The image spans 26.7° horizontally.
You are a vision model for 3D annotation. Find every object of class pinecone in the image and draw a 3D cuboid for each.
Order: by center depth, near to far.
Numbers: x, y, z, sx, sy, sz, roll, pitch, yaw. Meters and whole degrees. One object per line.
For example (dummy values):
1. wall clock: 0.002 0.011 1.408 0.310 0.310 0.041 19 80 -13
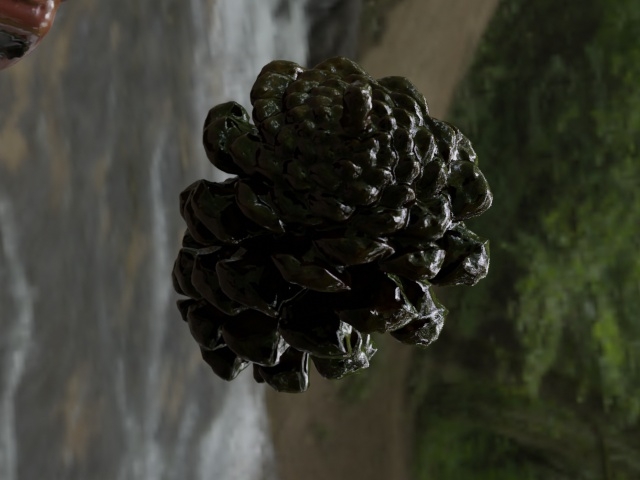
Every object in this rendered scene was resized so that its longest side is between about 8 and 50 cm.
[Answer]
1. pinecone: 0.000 0.000 1.050 0.309 0.244 0.244 123 -25 -48

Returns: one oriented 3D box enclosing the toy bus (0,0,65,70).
1. toy bus: -0.387 -0.270 1.021 0.427 0.233 0.203 13 79 -43
